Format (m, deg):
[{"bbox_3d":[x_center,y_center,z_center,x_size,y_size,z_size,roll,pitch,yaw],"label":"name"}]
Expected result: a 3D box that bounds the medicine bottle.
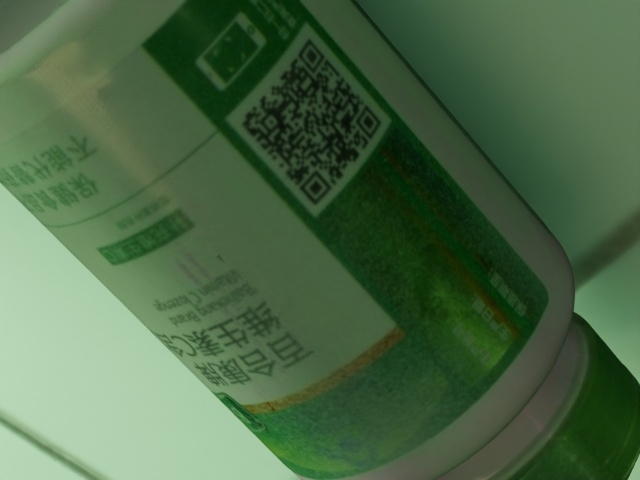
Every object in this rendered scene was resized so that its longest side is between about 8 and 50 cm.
[{"bbox_3d":[0.000,0.000,0.638,0.133,0.133,0.274,-23,120,40],"label":"medicine bottle"}]
